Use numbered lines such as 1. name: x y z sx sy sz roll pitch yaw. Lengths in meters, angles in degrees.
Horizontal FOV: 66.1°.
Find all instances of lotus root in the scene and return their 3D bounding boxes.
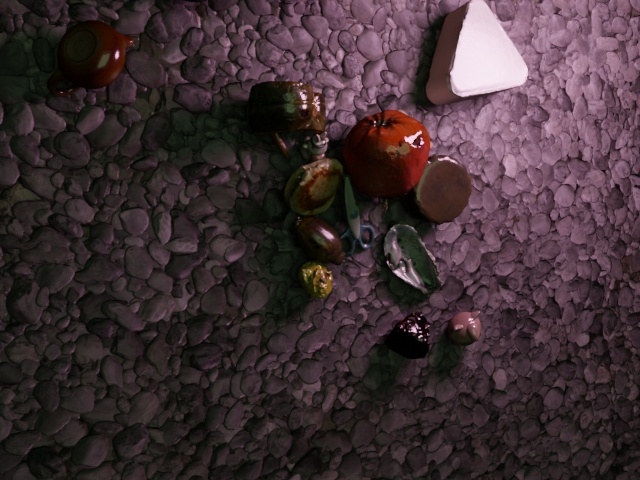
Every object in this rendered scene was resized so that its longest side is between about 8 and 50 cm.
1. lotus root: 0.000 0.000 1.522 0.209 0.120 0.120 41 80 -14

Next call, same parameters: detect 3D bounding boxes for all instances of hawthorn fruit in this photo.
1. hawthorn fruit: 0.200 -0.233 1.518 0.275 0.276 0.308 -14 123 -18

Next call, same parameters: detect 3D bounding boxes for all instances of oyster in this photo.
1. oyster: 0.317 0.065 1.656 0.251 0.087 0.200 21 96 -12

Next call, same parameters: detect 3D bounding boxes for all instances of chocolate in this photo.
1. chocolate: 0.315 0.307 1.667 0.156 0.156 0.133 46 51 -16

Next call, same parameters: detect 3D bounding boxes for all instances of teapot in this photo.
1. teapot: -0.600 -0.460 1.287 0.252 0.135 0.178 -38 70 5

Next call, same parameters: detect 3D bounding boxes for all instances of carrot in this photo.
1. carrot: -0.150 -0.344 1.490 0.048 0.048 0.216 -36 108 -14

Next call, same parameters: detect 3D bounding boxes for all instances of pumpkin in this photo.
1. pumpkin: -0.099 -0.379 1.450 0.189 0.280 0.140 -2 95 14

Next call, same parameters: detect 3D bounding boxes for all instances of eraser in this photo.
1. eraser: 0.491 -0.581 1.645 0.331 0.150 0.332 -1 93 -22

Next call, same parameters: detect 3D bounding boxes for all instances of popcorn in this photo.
1. popcorn: -0.011 0.119 1.533 0.106 0.116 0.121 -29 68 -20

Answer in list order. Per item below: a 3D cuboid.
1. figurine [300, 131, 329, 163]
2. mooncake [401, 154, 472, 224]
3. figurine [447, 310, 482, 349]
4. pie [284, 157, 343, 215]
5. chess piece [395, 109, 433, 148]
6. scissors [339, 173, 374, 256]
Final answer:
1. figurine: -0.002 -0.276 1.490 0.081 0.146 0.098 -40 106 -14
2. mooncake: 0.381 -0.171 1.647 0.228 0.124 0.229 -3 100 -20
3. figurine: 0.506 0.311 1.719 0.125 0.138 0.125 -3 54 4
4. pie: -0.015 -0.157 1.488 0.178 0.205 0.084 -9 53 -30
5. chess piece: 0.289 -0.354 1.619 0.094 0.094 0.171 -41 102 -13
6. scissors: 0.099 -0.079 1.547 0.137 0.041 0.289 -21 126 -13
